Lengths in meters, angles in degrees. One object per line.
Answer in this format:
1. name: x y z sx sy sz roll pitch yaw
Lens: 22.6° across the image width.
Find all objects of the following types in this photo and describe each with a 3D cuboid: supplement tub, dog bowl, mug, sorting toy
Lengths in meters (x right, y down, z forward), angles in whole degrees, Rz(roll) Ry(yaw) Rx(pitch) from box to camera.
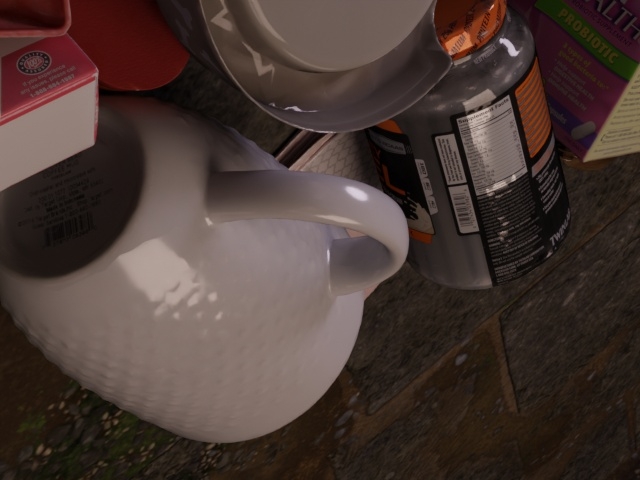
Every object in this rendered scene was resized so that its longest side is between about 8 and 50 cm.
1. supplement tub: 0.144 -0.120 1.675 0.193 0.193 0.316 -33 129 -19
2. dog bowl: 0.002 -0.269 1.331 0.349 0.102 0.349 -17 115 -40
3. mug: -0.104 0.007 1.437 0.374 0.276 0.328 -8 157 23
4. sorting toy: -0.098 -0.202 1.449 0.365 0.127 0.126 -24 175 -36

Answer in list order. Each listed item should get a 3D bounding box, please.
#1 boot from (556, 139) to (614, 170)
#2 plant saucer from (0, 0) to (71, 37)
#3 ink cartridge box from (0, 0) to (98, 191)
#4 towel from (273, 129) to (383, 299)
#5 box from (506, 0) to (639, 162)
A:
1. boot: 0.328 -0.137 2.038 0.115 0.112 0.305 -46 155 25
2. plant saucer: -0.290 -0.255 1.033 0.258 0.048 0.259 -9 93 -46
3. ink cartridge box: -0.283 -0.133 1.150 0.158 0.218 0.092 -29 155 -25
4. towel: 0.000 0.000 1.851 0.317 0.053 0.332 -47 150 6
5. box: 0.298 -0.246 1.735 0.117 0.213 0.243 -11 137 -45
